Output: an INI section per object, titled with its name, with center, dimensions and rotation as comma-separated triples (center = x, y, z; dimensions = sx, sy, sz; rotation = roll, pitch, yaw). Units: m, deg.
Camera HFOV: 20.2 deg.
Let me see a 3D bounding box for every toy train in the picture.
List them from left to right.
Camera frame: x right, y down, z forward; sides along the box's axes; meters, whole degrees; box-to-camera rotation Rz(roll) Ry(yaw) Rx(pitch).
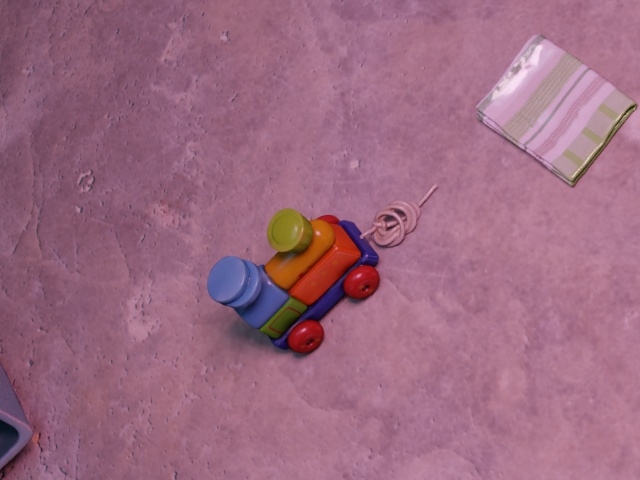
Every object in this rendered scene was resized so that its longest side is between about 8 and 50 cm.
[toy train]
center = 0.000, 0.000, 1.921
dimensions = 0.248, 0.143, 0.105
rotation = -45, 54, 12

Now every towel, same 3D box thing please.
[towel]
center = 0.244, -0.140, 1.886
dimensions = 0.152, 0.023, 0.113
rotation = 41, 98, 37

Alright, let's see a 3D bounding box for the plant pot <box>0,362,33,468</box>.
[plant pot]
center = -0.531, 0.180, 2.160
dimensions = 0.247, 0.248, 0.252
rotation = -44, 36, 12
